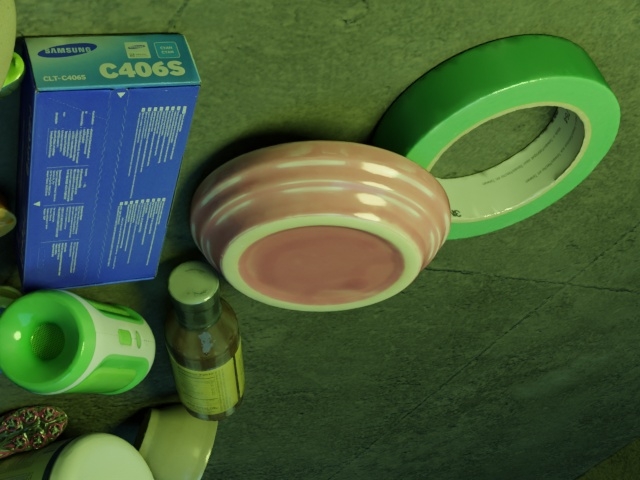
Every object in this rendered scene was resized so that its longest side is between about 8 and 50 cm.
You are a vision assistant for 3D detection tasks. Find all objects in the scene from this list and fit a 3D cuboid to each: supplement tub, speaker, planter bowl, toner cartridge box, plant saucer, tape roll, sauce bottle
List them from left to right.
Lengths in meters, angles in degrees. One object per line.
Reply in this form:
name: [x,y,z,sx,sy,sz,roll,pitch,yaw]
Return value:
supplement tub: [-0.444,0.447,1.610,0.325,0.235,0.235,-19,152,26]
speaker: [-0.300,0.132,1.280,0.131,0.131,0.296,-23,170,2]
toner cartridge box: [-0.245,-0.074,1.121,0.165,0.075,0.348,-7,146,-24]
planter bowl: [-0.252,0.343,1.701,0.109,0.162,0.162,21,135,-14]
sauce bottle: [-0.168,0.147,1.476,0.111,0.111,0.344,-14,147,-12]
plant saucer: [0.000,0.000,1.287,0.332,0.084,0.332,-1,149,-1]
tape roll: [0.226,-0.125,1.325,0.321,0.077,0.321,-15,148,-10]

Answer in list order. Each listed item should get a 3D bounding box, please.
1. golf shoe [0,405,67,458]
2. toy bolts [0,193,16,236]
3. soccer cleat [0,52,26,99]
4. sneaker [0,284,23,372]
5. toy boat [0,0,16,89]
golf shoe: [-0.486,0.301,1.579,0.186,0.067,0.086,-20,-175,-16]
toy bolts: [-0.406,0.018,1.044,0.218,0.158,0.228,-5,158,-29]
soccer cleat: [-0.358,-0.135,0.983,0.179,0.060,0.072,-19,159,9]
sneaker: [-0.478,0.136,1.254,0.240,0.126,0.091,-17,148,-9]
toy boat: [-0.361,-0.193,0.838,0.151,0.151,0.231,3,154,20]
